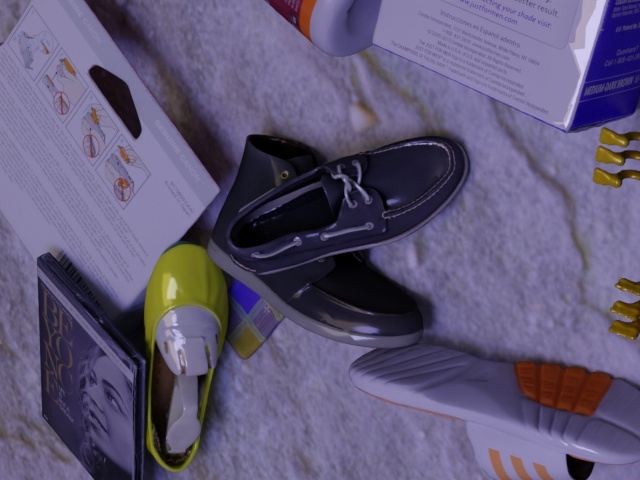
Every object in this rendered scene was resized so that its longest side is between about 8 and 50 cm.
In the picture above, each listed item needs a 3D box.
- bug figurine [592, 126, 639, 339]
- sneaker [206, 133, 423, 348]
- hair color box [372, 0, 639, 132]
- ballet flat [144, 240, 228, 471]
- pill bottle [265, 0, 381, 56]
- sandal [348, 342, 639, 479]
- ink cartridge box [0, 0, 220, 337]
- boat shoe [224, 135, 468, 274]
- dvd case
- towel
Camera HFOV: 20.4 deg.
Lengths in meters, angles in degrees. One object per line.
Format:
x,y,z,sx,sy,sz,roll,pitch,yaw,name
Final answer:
0.318,0.013,1.231,0.279,0.072,0.216,25,122,26,bug figurine
0.000,0.000,1.473,0.222,0.083,0.118,28,116,30,sneaker
0.170,-0.269,1.257,0.185,0.110,0.338,29,119,31,hair color box
-0.121,0.112,1.584,0.077,0.077,0.231,-111,26,-51,ballet flat
-0.028,-0.255,1.407,0.221,0.121,0.121,43,124,22,pill bottle
0.143,0.142,1.388,0.265,0.102,0.076,12,119,35,sandal
-0.209,-0.080,1.634,0.275,0.060,0.239,54,127,15,ink cartridge box
0.019,-0.029,1.410,0.206,0.065,0.075,-22,76,8,boat shoe
-0.215,0.140,1.658,0.164,0.018,0.221,44,144,33,dvd case
-0.064,0.063,1.586,0.060,0.009,0.083,54,127,16,towel
